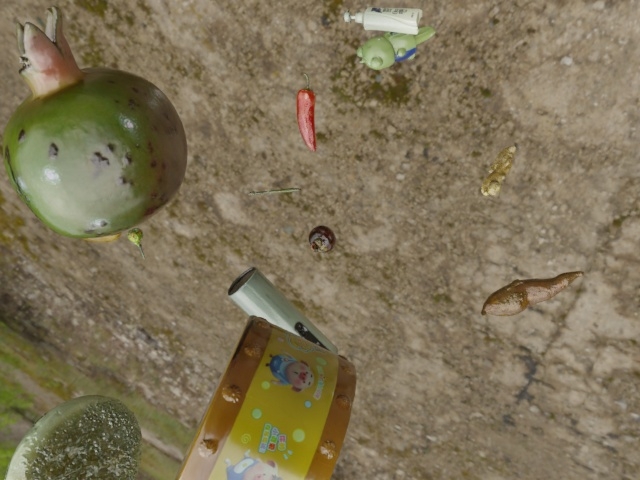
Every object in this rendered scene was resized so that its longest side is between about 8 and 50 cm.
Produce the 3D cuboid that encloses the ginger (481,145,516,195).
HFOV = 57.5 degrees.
[{"bbox_3d":[0.552,-0.220,1.810,0.053,0.176,0.193,28,-168,-2],"label":"ginger"}]

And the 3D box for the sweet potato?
[{"bbox_3d":[0.424,0.105,1.191,0.226,0.068,0.068,-22,132,2],"label":"sweet potato"}]

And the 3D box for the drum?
[{"bbox_3d":[-0.117,0.364,1.045,0.214,0.431,0.431,25,150,-5],"label":"drum"}]

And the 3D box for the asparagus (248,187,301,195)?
[{"bbox_3d":[-0.140,-0.149,1.774,0.166,0.013,0.016,-4,154,10],"label":"asparagus"}]

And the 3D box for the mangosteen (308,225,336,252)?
[{"bbox_3d":[0.002,-0.002,1.626,0.081,0.081,0.081,24,148,16],"label":"mangosteen"}]

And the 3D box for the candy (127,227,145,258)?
[{"bbox_3d":[-0.461,0.012,1.488,0.035,0.035,0.123,19,145,14],"label":"candy"}]

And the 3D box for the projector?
[{"bbox_3d":[-0.098,0.220,1.566,0.337,0.108,0.108,47,148,-16],"label":"projector"}]

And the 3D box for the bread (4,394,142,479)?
[{"bbox_3d":[-0.449,0.422,1.091,0.041,0.267,0.267,7,140,42],"label":"bread"}]

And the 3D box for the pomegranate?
[{"bbox_3d":[-0.360,-0.149,0.871,0.291,0.290,0.323,9,156,36],"label":"pomegranate"}]

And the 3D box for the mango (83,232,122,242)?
[{"bbox_3d":[-0.463,-0.057,1.126,0.178,0.090,0.115,36,145,-11],"label":"mango"}]

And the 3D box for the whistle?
[{"bbox_3d":[0.201,-0.515,1.545,0.105,0.228,0.085,52,162,41],"label":"whistle"}]

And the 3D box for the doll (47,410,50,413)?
[{"bbox_3d":[-0.618,0.450,1.372,0.221,0.105,0.114,-27,100,43],"label":"doll"}]

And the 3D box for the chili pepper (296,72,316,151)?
[{"bbox_3d":[-0.047,-0.436,2.005,0.071,0.063,0.272,6,110,26],"label":"chili pepper"}]

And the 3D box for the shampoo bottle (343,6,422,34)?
[{"bbox_3d":[0.110,-0.398,1.052,0.141,0.048,0.034,9,163,15],"label":"shampoo bottle"}]
